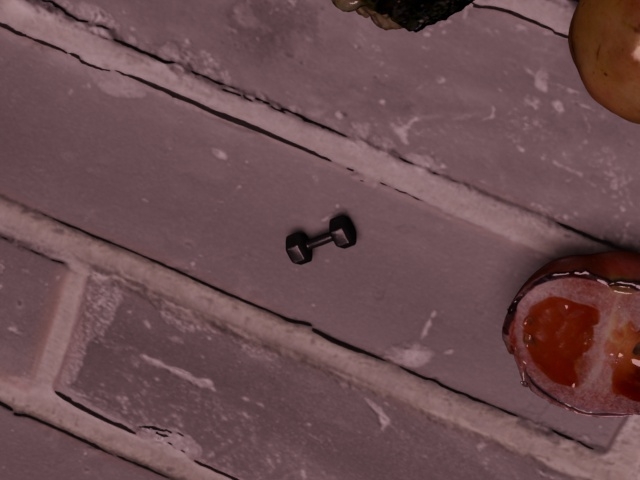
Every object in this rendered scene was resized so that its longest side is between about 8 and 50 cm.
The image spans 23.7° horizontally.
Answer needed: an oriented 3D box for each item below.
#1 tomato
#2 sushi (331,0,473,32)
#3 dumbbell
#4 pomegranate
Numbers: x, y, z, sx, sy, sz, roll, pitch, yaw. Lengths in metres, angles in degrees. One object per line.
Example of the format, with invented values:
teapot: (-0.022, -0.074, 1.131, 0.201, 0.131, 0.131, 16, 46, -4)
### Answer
tomato: (0.321, 0.093, 1.701, 0.228, 0.112, 0.199, 14, 125, 7)
sushi: (0.032, -0.355, 1.509, 0.171, 0.211, 0.350, -41, 109, 20)
dumbbell: (0.000, 0.000, 1.779, 0.083, 0.040, 0.036, -21, 77, 21)
pomegranate: (0.344, -0.205, 1.515, 0.191, 0.191, 0.191, 6, 116, 12)
